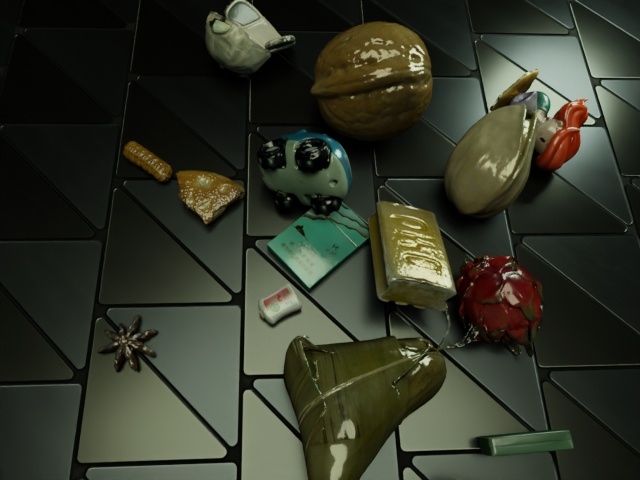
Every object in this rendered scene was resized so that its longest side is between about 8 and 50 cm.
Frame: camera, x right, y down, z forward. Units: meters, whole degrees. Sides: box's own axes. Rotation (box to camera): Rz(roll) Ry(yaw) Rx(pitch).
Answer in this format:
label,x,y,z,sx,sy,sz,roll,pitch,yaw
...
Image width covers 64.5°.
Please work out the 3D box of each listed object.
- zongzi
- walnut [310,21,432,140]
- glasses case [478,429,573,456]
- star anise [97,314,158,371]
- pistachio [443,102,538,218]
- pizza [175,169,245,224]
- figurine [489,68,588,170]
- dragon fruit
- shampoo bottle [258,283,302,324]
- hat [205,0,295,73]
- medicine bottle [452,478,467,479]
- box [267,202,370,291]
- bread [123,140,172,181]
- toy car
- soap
label,x,y,z,sx,sy,sz,roll,pitch,yaw
zongzi,0.160,0.361,1.049,0.448,0.181,0.418,-6,43,-7
walnut,0.136,-0.420,1.361,0.333,0.332,0.332,1,67,-3
glasses case,0.452,0.447,1.121,0.184,0.077,0.039,-3,71,-4
star anise,-0.447,0.240,1.177,0.141,0.042,0.140,1,69,-2
pistachio,0.449,-0.210,1.319,0.208,0.226,0.331,33,82,-13
pizza,-0.290,-0.109,1.327,0.182,0.062,0.161,4,60,-7
figurine,0.631,-0.335,1.413,0.208,0.181,0.257,-26,76,-44
dragon fruit,0.426,0.150,1.195,0.192,0.193,0.274,-17,67,-42
shampoo bottle,-0.104,0.157,1.229,0.099,0.043,0.072,-28,71,-14
hat,-0.207,-0.585,1.487,0.232,0.161,0.275,45,48,16
medicine bottle,0.413,0.607,0.982,0.340,0.208,0.208,12,67,1
box,0.001,0.000,1.302,0.229,0.041,0.162,-39,75,-18
bread,-0.465,-0.213,1.363,0.157,0.044,0.052,34,76,12
toy car,-0.029,-0.190,1.293,0.255,0.188,0.190,8,44,33
soap,0.213,0.031,1.213,0.174,0.089,0.274,11,41,-12
